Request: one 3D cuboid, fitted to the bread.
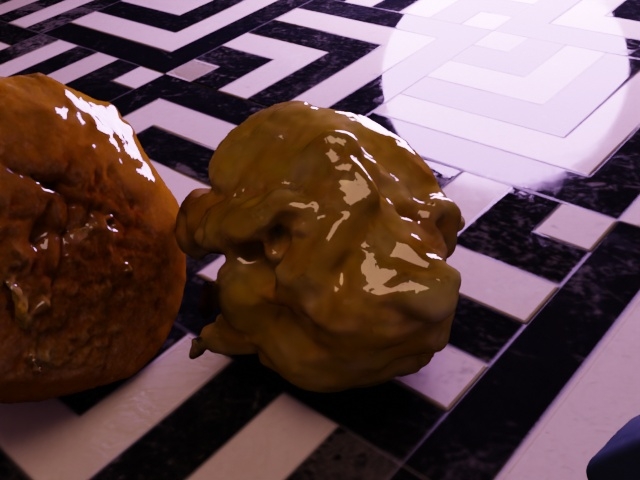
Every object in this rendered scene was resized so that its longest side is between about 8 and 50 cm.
[{"bbox_3d":[-0.229,-0.002,0.584,0.145,0.268,0.268,-3,33,36],"label":"bread"}]

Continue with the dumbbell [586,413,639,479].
[{"bbox_3d":[0.304,0.089,0.430,0.324,0.144,0.160,-32,44,-28],"label":"dumbbell"}]

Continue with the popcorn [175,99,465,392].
[{"bbox_3d":[-0.001,-0.002,0.574,0.253,0.190,0.191,9,33,28],"label":"popcorn"}]
